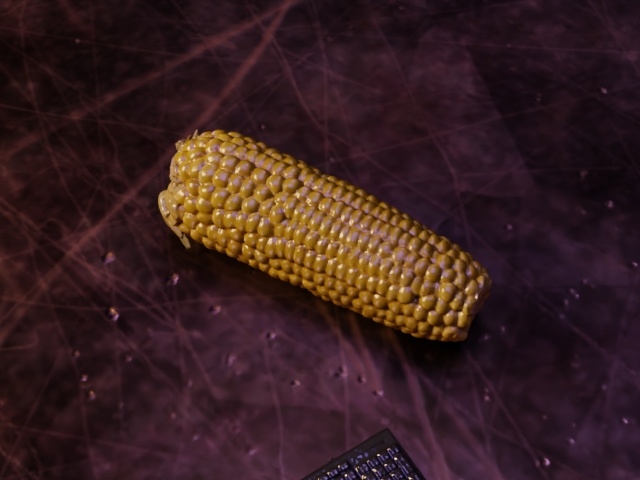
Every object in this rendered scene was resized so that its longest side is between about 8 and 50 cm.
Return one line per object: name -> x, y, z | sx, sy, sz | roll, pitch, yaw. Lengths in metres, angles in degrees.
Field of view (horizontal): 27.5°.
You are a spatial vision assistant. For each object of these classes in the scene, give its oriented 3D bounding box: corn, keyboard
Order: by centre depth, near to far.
keyboard -> -0.019, 0.196, 0.872 | 0.198, 0.010, 0.064 | -28, 61, -20
corn -> 0.001, -0.003, 0.970 | 0.260, 0.091, 0.091 | 26, 55, 11
